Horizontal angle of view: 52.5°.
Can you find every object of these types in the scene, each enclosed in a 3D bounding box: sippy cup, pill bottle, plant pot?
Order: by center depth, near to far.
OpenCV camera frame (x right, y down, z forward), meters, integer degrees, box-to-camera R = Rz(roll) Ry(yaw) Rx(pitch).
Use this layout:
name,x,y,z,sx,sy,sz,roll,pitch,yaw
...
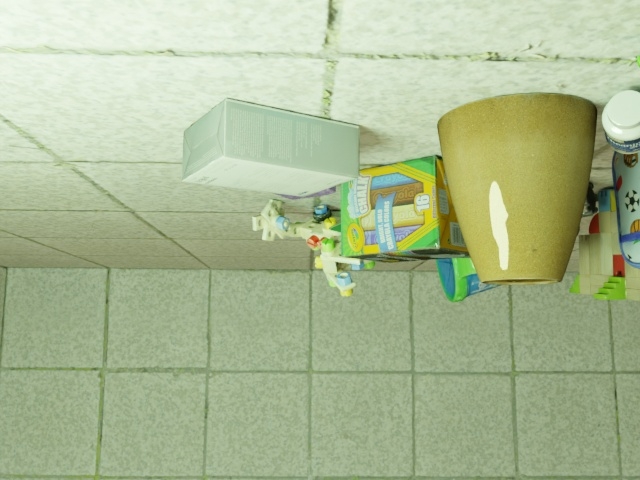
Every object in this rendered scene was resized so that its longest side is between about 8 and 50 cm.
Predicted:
name,x,y,z,sx,sy,sz,roll,pitch,yaw
pill bottle,0.430,-0.166,0.906,0.067,0.067,0.120,-4,171,27
plant pot,0.298,-0.062,0.991,0.237,0.254,0.237,1,172,0
sippy cup,0.475,0.051,1.924,0.224,0.305,0.240,-10,128,-3

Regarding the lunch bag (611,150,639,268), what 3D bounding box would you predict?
name,x,y,z,sx,sy,sz,roll,pitch,yaw
lunch bag,0.565,-0.070,0.956,0.115,0.243,0.303,2,172,-11

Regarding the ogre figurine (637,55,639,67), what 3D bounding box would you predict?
name,x,y,z,sx,sy,sz,roll,pitch,yaw
ogre figurine,0.420,-0.188,0.707,0.118,0.096,0.197,-21,180,18

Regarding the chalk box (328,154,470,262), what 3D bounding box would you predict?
name,x,y,z,sx,sy,sz,roll,pitch,yaw
chalk box,0.155,-0.051,1.335,0.289,0.179,0.180,-5,171,38

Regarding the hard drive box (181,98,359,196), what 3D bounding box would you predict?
name,x,y,z,sx,sy,sz,roll,pitch,yaw
hard drive box,-0.082,-0.138,1.041,0.232,0.089,0.181,6,170,-31

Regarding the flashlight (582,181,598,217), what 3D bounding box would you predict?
name,x,y,z,sx,sy,sz,roll,pitch,yaw
flashlight,0.470,-0.069,1.487,0.304,0.103,0.103,-11,136,37

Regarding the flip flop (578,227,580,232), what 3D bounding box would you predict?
name,x,y,z,sx,sy,sz,roll,pitch,yaw
flip flop,0.675,-0.021,1.884,0.112,0.080,0.277,4,157,6

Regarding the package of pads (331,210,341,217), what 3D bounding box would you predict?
name,x,y,z,sx,sy,sz,roll,pitch,yaw
package of pads,0.140,-0.013,1.832,0.229,0.101,0.296,-1,171,9

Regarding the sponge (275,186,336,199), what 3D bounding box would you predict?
name,x,y,z,sx,sy,sz,roll,pitch,yaw
sponge,-0.072,-0.123,1.344,0.117,0.031,0.210,-5,169,33

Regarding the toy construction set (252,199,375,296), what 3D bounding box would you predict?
name,x,y,z,sx,sy,sz,roll,pitch,yaw
toy construction set,0.000,0.000,1.572,0.328,0.151,0.215,27,-132,29

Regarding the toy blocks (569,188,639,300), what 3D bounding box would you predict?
name,x,y,z,sx,sy,sz,roll,pitch,yaw
toy blocks,0.688,-0.004,1.433,0.191,0.260,0.381,-1,179,-7
